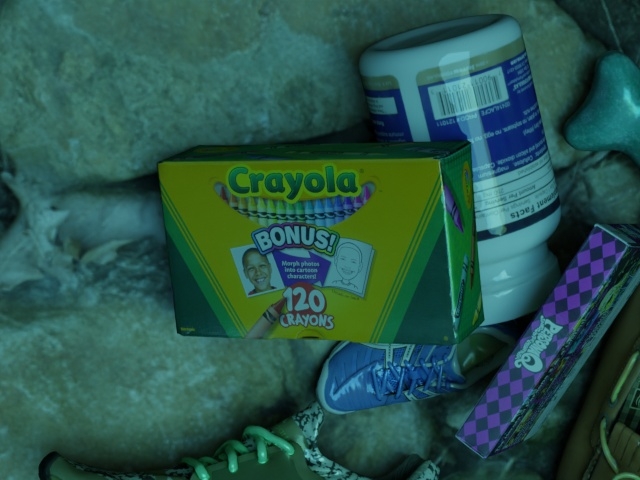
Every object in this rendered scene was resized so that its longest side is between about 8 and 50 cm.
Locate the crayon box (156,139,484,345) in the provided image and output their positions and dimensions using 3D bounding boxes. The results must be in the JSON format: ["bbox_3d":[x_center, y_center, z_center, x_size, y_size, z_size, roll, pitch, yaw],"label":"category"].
[{"bbox_3d":[0.000,0.000,1.466,0.278,0.081,0.165,0,104,25],"label":"crayon box"}]

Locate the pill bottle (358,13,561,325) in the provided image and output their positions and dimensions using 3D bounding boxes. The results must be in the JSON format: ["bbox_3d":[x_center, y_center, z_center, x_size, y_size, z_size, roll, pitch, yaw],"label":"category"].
[{"bbox_3d":[0.136,-0.064,1.521,0.153,0.153,0.265,-16,104,-9],"label":"pill bottle"}]

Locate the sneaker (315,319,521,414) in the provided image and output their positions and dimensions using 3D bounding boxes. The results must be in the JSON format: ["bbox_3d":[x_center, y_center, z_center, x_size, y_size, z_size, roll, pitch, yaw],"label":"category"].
[{"bbox_3d":[0.095,0.113,1.583,0.211,0.081,0.080,-22,106,-6],"label":"sneaker"}]

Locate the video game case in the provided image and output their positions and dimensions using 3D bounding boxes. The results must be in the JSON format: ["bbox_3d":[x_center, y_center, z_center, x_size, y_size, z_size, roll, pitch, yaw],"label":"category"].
[{"bbox_3d":[0.227,0.088,1.533,0.042,0.210,0.232,35,103,16],"label":"video game case"}]

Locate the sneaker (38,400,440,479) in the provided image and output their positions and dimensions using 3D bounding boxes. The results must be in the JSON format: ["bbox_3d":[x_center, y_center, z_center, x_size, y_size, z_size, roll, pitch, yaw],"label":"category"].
[{"bbox_3d":[-0.062,0.230,1.555,0.410,0.158,0.182,17,85,-21],"label":"sneaker"}]

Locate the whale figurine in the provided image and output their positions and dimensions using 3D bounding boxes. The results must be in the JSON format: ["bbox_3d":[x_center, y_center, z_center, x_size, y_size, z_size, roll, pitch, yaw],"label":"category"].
[{"bbox_3d":[0.373,-0.081,1.569,0.272,0.141,0.216,23,112,-9],"label":"whale figurine"}]

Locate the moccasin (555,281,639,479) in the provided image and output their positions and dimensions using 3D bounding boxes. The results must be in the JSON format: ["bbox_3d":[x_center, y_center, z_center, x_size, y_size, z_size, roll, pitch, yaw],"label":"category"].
[{"bbox_3d":[0.330,0.203,1.617,0.139,0.147,0.380,18,96,-15],"label":"moccasin"}]
